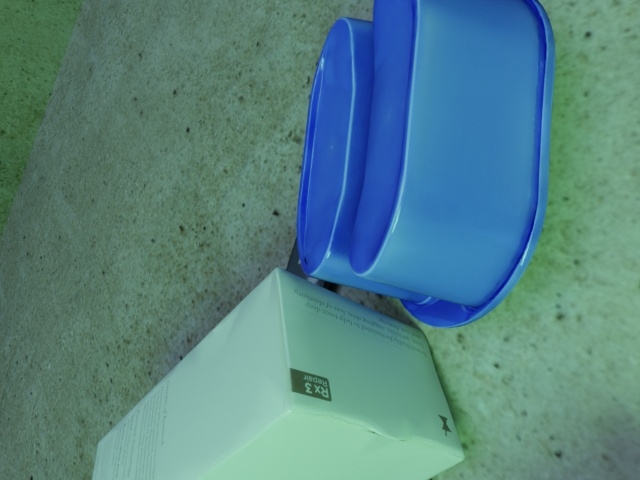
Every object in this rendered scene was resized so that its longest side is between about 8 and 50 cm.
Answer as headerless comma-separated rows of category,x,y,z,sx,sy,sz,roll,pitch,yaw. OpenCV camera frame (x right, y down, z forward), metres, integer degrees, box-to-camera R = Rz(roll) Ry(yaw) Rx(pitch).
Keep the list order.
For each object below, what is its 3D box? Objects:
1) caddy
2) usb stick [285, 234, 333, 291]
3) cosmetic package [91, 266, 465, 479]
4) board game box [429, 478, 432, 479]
caddy,0.103,-0.089,0.511,0.241,0.179,0.341,172,105,-67
usb stick,0.000,0.000,0.675,0.077,0.045,0.278,23,97,45
cosmetic package,-0.071,0.226,0.560,0.385,0.217,0.156,-43,37,26
board game box,0.085,0.388,0.524,0.145,0.027,0.281,-31,61,37
